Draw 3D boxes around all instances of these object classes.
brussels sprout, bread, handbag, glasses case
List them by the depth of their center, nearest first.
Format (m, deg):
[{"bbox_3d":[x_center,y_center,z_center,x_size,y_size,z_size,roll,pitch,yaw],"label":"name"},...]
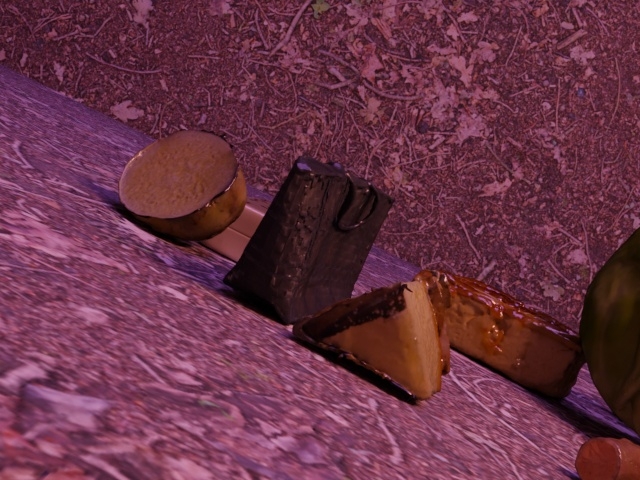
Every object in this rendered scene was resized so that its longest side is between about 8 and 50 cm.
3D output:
[{"bbox_3d":[0.055,0.099,0.887,0.152,0.127,0.147,-8,-4,17],"label":"bread"},{"bbox_3d":[0.000,0.000,0.977,0.088,0.175,0.270,30,7,22],"label":"handbag"},{"bbox_3d":[0.557,0.117,1.203,0.342,0.425,0.361,54,-12,-32],"label":"brussels sprout"},{"bbox_3d":[-0.068,-0.005,1.313,0.144,0.076,0.336,27,4,6],"label":"glasses case"},{"bbox_3d":[0.284,0.142,1.401,0.274,0.114,0.185,26,3,24],"label":"bread"}]

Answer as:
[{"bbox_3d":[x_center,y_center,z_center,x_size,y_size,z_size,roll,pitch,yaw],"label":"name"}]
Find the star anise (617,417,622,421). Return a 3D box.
[{"bbox_3d":[0.593,0.289,1.455,0.198,0.111,0.257,12,5,-22],"label":"star anise"}]

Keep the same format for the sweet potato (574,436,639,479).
[{"bbox_3d":[0.360,0.247,0.905,0.281,0.059,0.067,21,16,-42],"label":"sweet potato"}]

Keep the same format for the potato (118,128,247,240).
[{"bbox_3d":[-0.168,-0.063,1.133,0.200,0.164,0.081,38,-21,45],"label":"potato"}]
